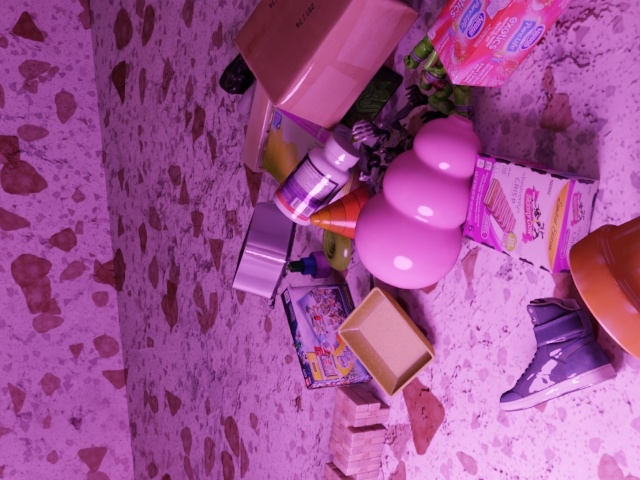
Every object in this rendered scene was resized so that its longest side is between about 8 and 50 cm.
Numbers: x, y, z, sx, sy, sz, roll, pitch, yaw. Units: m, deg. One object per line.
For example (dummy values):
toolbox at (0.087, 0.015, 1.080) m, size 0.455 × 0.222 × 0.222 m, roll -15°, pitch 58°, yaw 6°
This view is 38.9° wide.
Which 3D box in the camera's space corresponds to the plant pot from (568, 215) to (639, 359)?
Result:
plant pot at (0.479, 0.036, 1.232) m, size 0.188 × 0.205 × 0.205 m, roll -42°, pitch 54°, yaw 32°

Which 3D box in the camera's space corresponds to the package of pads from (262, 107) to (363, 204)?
package of pads at (-0.025, -0.213, 2.134) m, size 0.296 × 0.101 × 0.229 m, roll 43°, pitch 126°, yaw 51°

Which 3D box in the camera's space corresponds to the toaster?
toaster at (-0.123, 0.030, 2.044) m, size 0.168 × 0.110 × 0.185 m, roll 113°, pitch 170°, yaw -49°

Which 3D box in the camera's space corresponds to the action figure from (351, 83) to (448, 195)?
action figure at (0.136, -0.184, 1.833) m, size 0.164 × 0.141 × 0.275 m, roll 60°, pitch 138°, yaw 25°

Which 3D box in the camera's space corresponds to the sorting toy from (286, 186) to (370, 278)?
sorting toy at (0.000, 0.000, 2.020) m, size 0.365 × 0.126 × 0.127 m, roll 127°, pitch 134°, yaw -60°

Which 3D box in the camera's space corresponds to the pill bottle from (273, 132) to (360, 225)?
pill bottle at (-0.005, -0.135, 1.958) m, size 0.193 × 0.108 × 0.108 m, roll -48°, pitch 47°, yaw 21°

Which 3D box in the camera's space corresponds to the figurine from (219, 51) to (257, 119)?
figurine at (-0.170, -0.453, 2.393) m, size 0.215 × 0.092 × 0.209 m, roll 55°, pitch 131°, yaw 42°

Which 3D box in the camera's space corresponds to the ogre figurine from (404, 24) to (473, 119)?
ogre figurine at (0.232, -0.318, 1.711) m, size 0.118 × 0.097 × 0.197 m, roll 109°, pitch 157°, yaw -50°

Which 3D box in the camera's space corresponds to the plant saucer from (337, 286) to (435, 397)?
plant saucer at (0.143, 0.205, 1.874) m, size 0.188 × 0.045 × 0.188 m, roll 51°, pitch 137°, yaw 13°

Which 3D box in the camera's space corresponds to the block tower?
block tower at (0.071, 0.492, 2.005) m, size 0.097 × 0.091 × 0.335 m, roll 34°, pitch 120°, yaw 54°

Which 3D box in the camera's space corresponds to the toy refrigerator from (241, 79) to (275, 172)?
toy refrigerator at (-0.113, -0.308, 2.278) m, size 0.094 × 0.102 × 0.269 m, roll 45°, pitch 127°, yaw 49°

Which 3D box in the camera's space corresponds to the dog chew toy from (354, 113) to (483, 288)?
dog chew toy at (0.197, -0.077, 1.690) m, size 0.206 × 0.206 × 0.332 m, roll 48°, pitch 122°, yaw 47°

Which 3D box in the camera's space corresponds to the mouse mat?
mouse mat at (0.087, -0.319, 1.967) m, size 0.152 × 0.007 × 0.190 m, roll -53°, pitch 40°, yaw 4°

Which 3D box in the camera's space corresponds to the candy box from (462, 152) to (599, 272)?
candy box at (0.350, -0.051, 1.542) m, size 0.233 × 0.071 × 0.159 m, roll 26°, pitch 112°, yaw 55°

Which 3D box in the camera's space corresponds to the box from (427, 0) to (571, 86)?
box at (0.311, -0.395, 1.547) m, size 0.257 × 0.123 × 0.128 m, roll -54°, pitch 46°, yaw 45°

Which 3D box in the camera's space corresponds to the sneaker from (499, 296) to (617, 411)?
sneaker at (0.363, 0.184, 1.497) m, size 0.226 × 0.086 × 0.163 m, roll -35°, pitch 72°, yaw 43°

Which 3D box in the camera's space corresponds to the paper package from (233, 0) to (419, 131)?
paper package at (0.004, -0.454, 1.940) m, size 0.325 × 0.168 × 0.309 m, roll -52°, pitch 43°, yaw 23°

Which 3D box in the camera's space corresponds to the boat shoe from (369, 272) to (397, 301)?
boat shoe at (0.123, 0.058, 1.923) m, size 0.065 × 0.075 × 0.206 m, roll 16°, pitch 109°, yaw 55°

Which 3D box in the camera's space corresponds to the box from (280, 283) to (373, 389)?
box at (0.016, 0.211, 2.020) m, size 0.044 × 0.159 × 0.233 m, roll -49°, pitch 50°, yaw 48°
